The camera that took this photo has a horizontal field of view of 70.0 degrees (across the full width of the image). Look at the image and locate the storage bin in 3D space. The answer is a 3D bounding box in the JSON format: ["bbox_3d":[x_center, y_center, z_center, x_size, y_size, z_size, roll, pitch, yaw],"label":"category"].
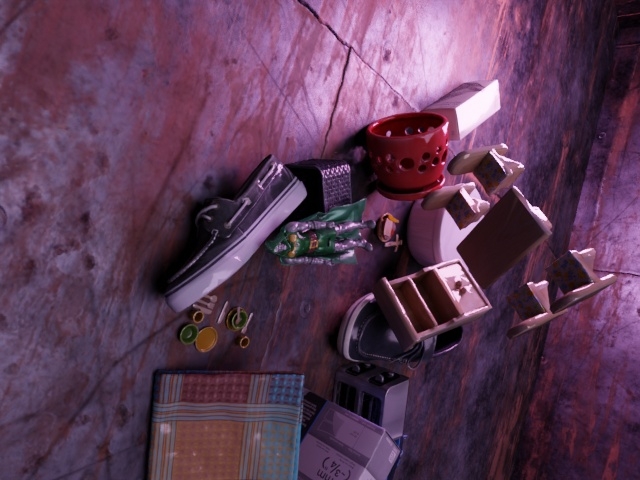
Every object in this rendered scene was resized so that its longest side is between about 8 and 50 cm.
[{"bbox_3d":[-0.007,-0.070,0.931,0.084,0.122,0.180,-20,113,-43],"label":"storage bin"}]

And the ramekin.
[{"bbox_3d":[0.362,-0.035,1.341,0.272,0.127,0.273,-14,110,-45],"label":"ramekin"}]

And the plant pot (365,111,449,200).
[{"bbox_3d":[0.212,-0.197,1.095,0.191,0.191,0.174,-36,126,-37],"label":"plant pot"}]

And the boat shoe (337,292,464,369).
[{"bbox_3d":[0.235,0.245,1.246,0.500,0.156,0.187,10,93,-47],"label":"boat shoe"}]

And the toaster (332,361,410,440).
[{"bbox_3d":[0.123,0.411,1.151,0.110,0.168,0.186,3,95,-45],"label":"toaster"}]

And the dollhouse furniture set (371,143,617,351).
[{"bbox_3d":[0.321,0.059,1.014,0.256,0.362,0.394,-14,152,-26],"label":"dollhouse furniture set"}]

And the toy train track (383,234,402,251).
[{"bbox_3d":[0.204,0.009,1.262,0.083,0.014,0.048,-6,103,-46],"label":"toy train track"}]

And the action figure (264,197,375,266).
[{"bbox_3d":[0.000,0.000,0.827,0.232,0.063,0.137,-9,109,-37],"label":"action figure"}]

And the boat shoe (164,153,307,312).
[{"bbox_3d":[-0.163,-0.024,0.797,0.119,0.121,0.335,49,55,-15],"label":"boat shoe"}]

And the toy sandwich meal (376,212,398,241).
[{"bbox_3d":[0.179,-0.034,1.212,0.085,0.029,0.086,-13,108,-45],"label":"toy sandwich meal"}]

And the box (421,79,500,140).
[{"bbox_3d":[0.415,-0.383,1.336,0.275,0.113,0.094,-38,124,-37],"label":"box"}]

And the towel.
[{"bbox_3d":[-0.171,0.416,0.822,0.271,0.040,0.371,4,95,-15],"label":"towel"}]

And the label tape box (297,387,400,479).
[{"bbox_3d":[-0.023,0.513,0.954,0.334,0.240,0.106,-53,132,-26],"label":"label tape box"}]

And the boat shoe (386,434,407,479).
[{"bbox_3d":[0.188,0.602,1.330,0.089,0.109,0.258,-20,129,-51],"label":"boat shoe"}]

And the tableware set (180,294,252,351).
[{"bbox_3d":[-0.189,0.165,0.858,0.154,0.024,0.104,36,72,-46],"label":"tableware set"}]
